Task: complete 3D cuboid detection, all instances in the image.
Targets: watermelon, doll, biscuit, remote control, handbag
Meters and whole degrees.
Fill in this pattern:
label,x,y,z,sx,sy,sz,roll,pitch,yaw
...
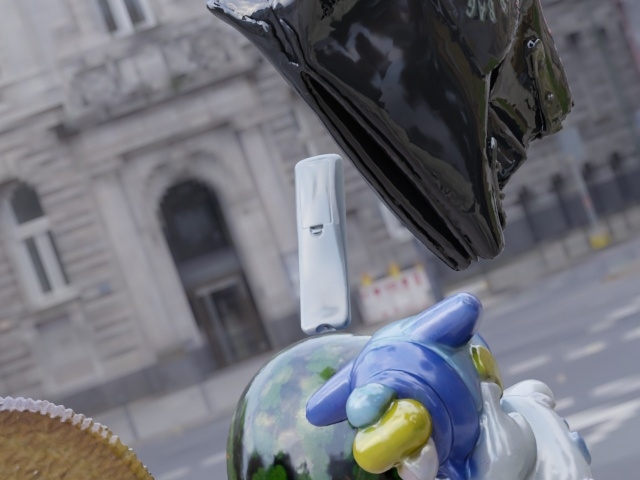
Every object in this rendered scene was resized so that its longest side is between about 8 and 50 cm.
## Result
label,x,y,z,sx,sy,sz,roll,pitch,yaw
watermelon,0.043,0.239,2.075,0.285,0.285,0.285,-20,0,0
doll,0.146,0.176,1.797,0.187,0.365,0.376,-52,27,-2
biscuit,-0.290,0.290,1.918,0.305,0.305,0.038,-20,16,15
remote control,0.000,0.000,1.848,0.050,0.184,0.027,-12,-27,19
handbag,0.082,-0.152,1.465,0.152,0.288,0.342,-21,22,34
